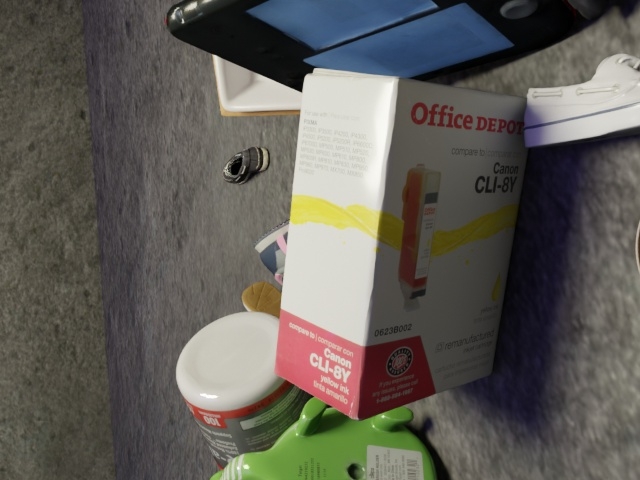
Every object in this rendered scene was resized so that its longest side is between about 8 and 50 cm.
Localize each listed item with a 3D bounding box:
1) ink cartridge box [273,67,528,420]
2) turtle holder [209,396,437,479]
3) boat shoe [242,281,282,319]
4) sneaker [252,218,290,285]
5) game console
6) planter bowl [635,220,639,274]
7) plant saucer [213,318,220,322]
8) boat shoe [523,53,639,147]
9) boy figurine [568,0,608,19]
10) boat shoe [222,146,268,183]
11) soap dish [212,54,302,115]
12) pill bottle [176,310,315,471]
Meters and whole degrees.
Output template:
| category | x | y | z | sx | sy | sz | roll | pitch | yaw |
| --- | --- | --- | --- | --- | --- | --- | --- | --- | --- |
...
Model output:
| category | x | y | z | sx | sy | sz | roll | pitch | yaw |
| --- | --- | --- | --- | --- | --- | --- | --- | --- | --- |
| ink cartridge box | 0.109 | -0.007 | 0.812 | 0.160 | 0.279 | 0.385 | 18 | 107 | 47 |
| turtle holder | 0.013 | 0.401 | 0.971 | 0.243 | 0.320 | 0.228 | 57 | 150 | 35 |
| boat shoe | -0.058 | 0.196 | 1.286 | 0.277 | 0.098 | 0.096 | 45 | 155 | 37 |
| sneaker | 0.000 | 0.000 | 1.187 | 0.319 | 0.112 | 0.131 | -29 | 91 | 52 |
| game console | 0.067 | -0.257 | 0.749 | 0.386 | 0.341 | 0.060 | -8 | 84 | 37 |
| planter bowl | 0.382 | 0.006 | 0.553 | 0.162 | 0.109 | 0.162 | 7 | 98 | 58 |
| plant saucer | -0.190 | 0.348 | 1.496 | 0.332 | 0.084 | 0.333 | 5 | 96 | 57 |
| boat shoe | 0.315 | -0.153 | 0.665 | 0.258 | 0.095 | 0.084 | -2 | 94 | 57 |
| boy figurine | 0.364 | -0.312 | 0.581 | 0.285 | 0.092 | 0.177 | -8 | 58 | 54 |
| boat shoe | -0.195 | -0.178 | 1.491 | 0.206 | 0.064 | 0.075 | -11 | 83 | 57 |
| soap dish | -0.077 | -0.368 | 1.105 | 0.118 | 0.228 | 0.291 | -62 | -31 | -64 |
| pill bottle | -0.105 | 0.324 | 1.145 | 0.210 | 0.210 | 0.363 | 39 | 151 | 50 |
